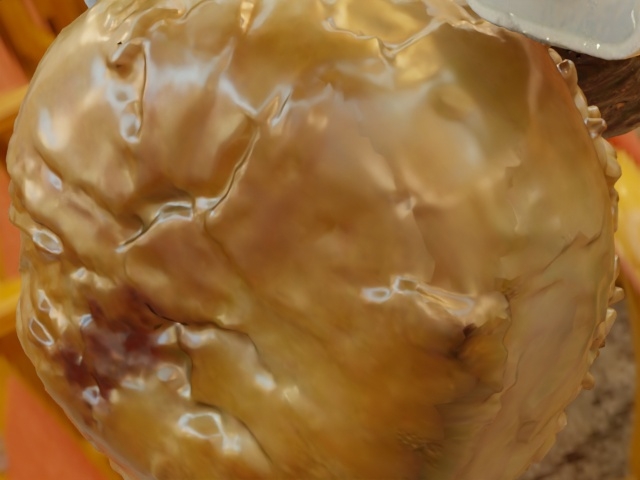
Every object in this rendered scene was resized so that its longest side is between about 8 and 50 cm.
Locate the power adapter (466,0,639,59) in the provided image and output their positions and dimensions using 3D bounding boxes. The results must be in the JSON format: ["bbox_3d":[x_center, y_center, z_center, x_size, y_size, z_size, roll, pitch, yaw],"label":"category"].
[{"bbox_3d":[0.134,-0.160,0.923,0.205,0.125,0.130,-17,31,-41],"label":"power adapter"}]

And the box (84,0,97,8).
[{"bbox_3d":[-0.116,-0.243,1.220,0.143,0.232,0.083,-2,46,30],"label":"box"}]

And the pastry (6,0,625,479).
[{"bbox_3d":[0.000,0.000,1.147,0.410,0.409,0.245,1,20,34],"label":"pastry"}]

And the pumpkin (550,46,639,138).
[{"bbox_3d":[0.264,-0.248,1.758,0.192,0.320,0.320,26,53,32],"label":"pumpkin"}]
